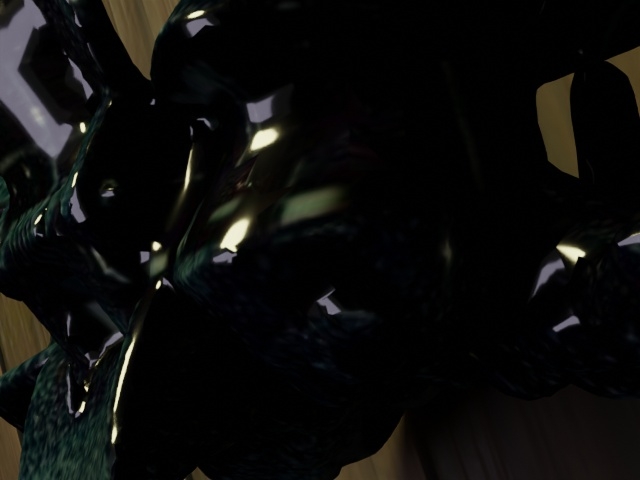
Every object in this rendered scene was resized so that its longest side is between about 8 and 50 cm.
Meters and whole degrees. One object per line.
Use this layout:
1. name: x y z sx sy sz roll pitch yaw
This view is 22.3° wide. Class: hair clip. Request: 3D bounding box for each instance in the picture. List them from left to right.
1. hair clip: -0.003 -0.001 0.493 0.310 0.206 0.194 -32 64 57
